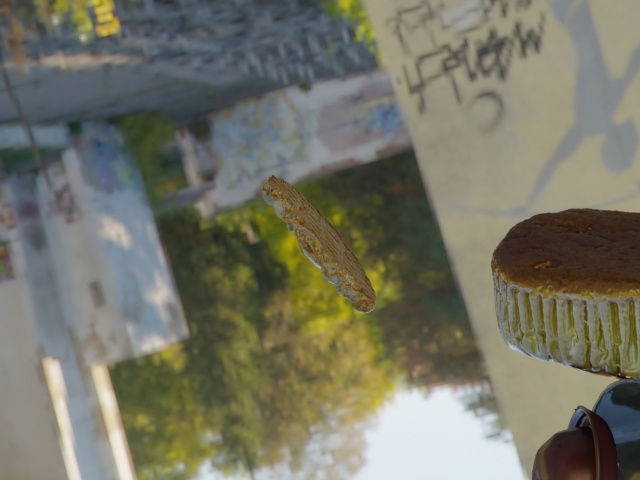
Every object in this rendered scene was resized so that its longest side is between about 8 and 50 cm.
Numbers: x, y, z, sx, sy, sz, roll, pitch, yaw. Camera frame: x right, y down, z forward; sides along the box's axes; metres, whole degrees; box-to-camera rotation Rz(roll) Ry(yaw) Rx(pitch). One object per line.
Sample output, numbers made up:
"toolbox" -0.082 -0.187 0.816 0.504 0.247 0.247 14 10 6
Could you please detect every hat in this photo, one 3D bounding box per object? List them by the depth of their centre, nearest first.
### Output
"hat" 0.322 0.316 1.852 0.089 0.205 0.205 5 178 -5

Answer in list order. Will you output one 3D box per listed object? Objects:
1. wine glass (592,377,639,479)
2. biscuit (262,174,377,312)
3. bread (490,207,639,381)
"wine glass" 0.607 0.226 1.912 0.406 0.267 0.267 -23 -177 -23
"biscuit" -0.001 0.001 1.939 0.033 0.224 0.144 -38 -175 12
"bread" 0.323 0.054 1.610 0.253 0.142 0.227 14 -147 31
